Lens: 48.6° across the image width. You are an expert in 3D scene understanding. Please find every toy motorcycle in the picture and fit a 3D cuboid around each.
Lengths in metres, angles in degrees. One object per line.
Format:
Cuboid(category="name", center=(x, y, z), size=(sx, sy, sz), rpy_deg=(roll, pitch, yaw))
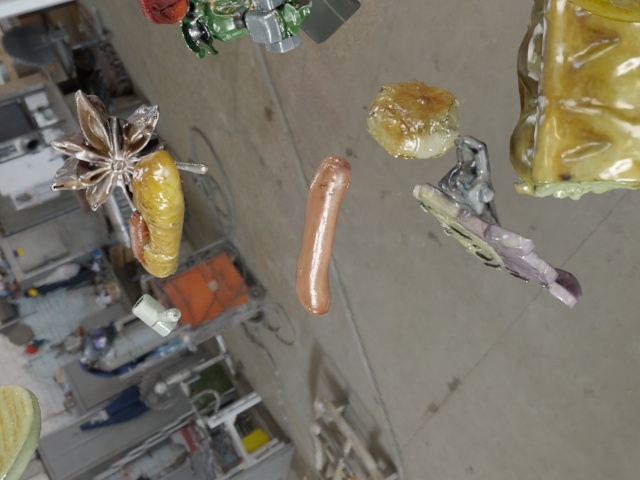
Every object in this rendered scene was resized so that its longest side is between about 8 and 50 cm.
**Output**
Cuboid(category="toy motorcycle", center=(-0.143, -0.397, 1.263), size=(0.275, 0.187, 0.124), rpy_deg=(21, 142, 43))

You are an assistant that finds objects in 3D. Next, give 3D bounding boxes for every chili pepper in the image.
Cuboid(category="chili pepper", center=(-0.180, -0.277, 0.790), size=(0.059, 0.050, 0.268), rpy_deg=(22, 180, -8))

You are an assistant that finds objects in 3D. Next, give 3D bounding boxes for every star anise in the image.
Cuboid(category="star anise", center=(-0.297, -0.129, 1.079), size=(0.231, 0.209, 0.089), rpy_deg=(31, -154, -46))

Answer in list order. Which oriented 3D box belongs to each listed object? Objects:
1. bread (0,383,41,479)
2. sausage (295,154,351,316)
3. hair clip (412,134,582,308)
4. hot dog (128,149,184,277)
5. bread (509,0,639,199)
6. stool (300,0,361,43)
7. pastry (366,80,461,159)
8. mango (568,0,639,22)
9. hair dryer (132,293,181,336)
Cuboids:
Cuboid(category="bread", center=(-0.337, 0.207, 0.739), size=(0.193, 0.112, 0.036), rpy_deg=(23, 154, 51))
Cuboid(category="sausage", center=(0.000, 0.000, 0.740), size=(0.043, 0.043, 0.186), rpy_deg=(41, 132, 44))
Cuboid(category="hair clip", center=(0.142, -0.013, 0.612), size=(0.146, 0.056, 0.187), rpy_deg=(35, 169, 41))
Cuboid(category="hot dog", center=(-0.157, -0.012, 0.670), size=(0.066, 0.047, 0.215), rpy_deg=(66, 160, 13))
Cuboid(category="bread", center=(0.336, -0.179, 0.845), size=(0.238, 0.196, 0.252), rpy_deg=(127, 143, -84))
Cuboid(category="stool", center=(-0.025, -0.554, 1.547), size=(0.232, 0.141, 0.232), rpy_deg=(45, -164, -16))
Cuboid(category="pastry", center=(0.145, -0.188, 1.100), size=(0.153, 0.153, 0.081), rpy_deg=(46, 154, 37))
Cuboid(category="mango", center=(0.174, -0.203, 0.432), size=(0.195, 0.098, 0.137), rpy_deg=(15, 160, 3))
Cuboid(category="hair dryer", center=(-0.301, 0.140, 1.349), size=(0.082, 0.047, 0.137), rpy_deg=(43, 155, -18))
